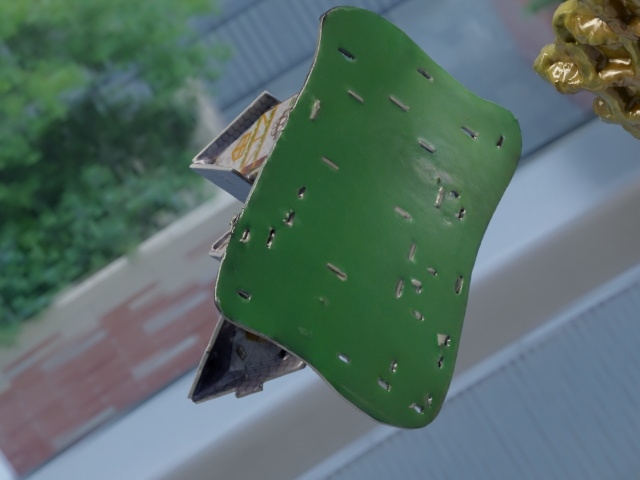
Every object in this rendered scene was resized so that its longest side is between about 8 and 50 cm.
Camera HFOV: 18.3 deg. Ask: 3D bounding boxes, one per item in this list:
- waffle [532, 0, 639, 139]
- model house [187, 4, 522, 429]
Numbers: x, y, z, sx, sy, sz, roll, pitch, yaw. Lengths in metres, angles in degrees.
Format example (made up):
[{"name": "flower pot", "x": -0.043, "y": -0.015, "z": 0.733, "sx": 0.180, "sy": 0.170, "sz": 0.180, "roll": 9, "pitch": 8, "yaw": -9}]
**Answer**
[{"name": "waffle", "x": 0.224, "y": -0.089, "z": 1.047, "sx": 0.058, "sy": 0.243, "sz": 0.238, "roll": -58, "pitch": -2, "yaw": -20}, {"name": "model house", "x": 0.000, "y": 0.000, "z": 0.834, "sx": 0.088, "sy": 0.117, "sz": 0.167, "roll": -26, "pitch": 38, "yaw": 51}]
